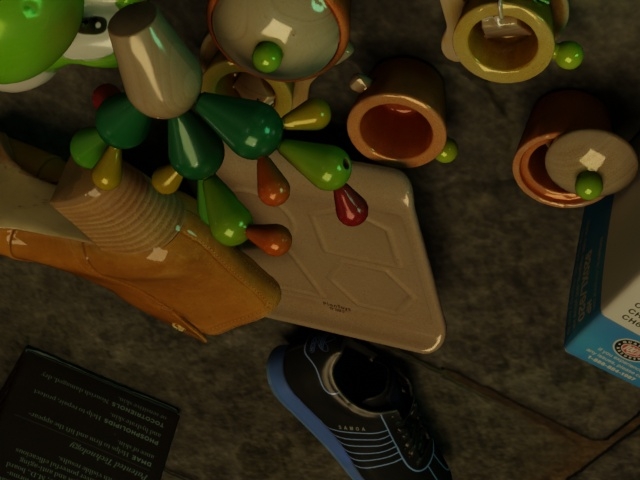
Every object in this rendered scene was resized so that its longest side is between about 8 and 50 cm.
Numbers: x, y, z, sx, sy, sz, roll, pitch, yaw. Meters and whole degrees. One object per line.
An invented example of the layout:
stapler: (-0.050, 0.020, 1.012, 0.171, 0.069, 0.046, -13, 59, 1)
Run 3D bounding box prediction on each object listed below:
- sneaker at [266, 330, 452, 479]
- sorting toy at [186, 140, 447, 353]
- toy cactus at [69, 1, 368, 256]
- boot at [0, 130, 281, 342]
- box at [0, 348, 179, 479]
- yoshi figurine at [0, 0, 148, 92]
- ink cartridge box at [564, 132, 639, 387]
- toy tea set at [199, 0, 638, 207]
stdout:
sneaker: (0.056, 0.164, 1.369, 0.090, 0.081, 0.232, -21, 127, 42)
sorting toy: (0.000, 0.000, 1.207, 0.193, 0.038, 0.208, 12, 144, 22)
toy cactus: (-0.079, -0.081, 0.986, 0.219, 0.112, 0.180, 18, 147, 35)
boot: (-0.188, 0.008, 1.224, 0.295, 0.104, 0.211, 2, 149, 43)
box: (-0.259, 0.249, 1.458, 0.167, 0.203, 0.168, 25, 138, -13)
yoshi figurine: (-0.295, -0.164, 1.028, 0.362, 0.203, 0.203, -1, 130, 12)
ink cartridge box: (0.305, -0.008, 1.039, 0.171, 0.168, 0.233, 26, 138, -9)
toy tea set: (0.060, -0.101, 1.044, 0.336, 0.124, 0.200, 12, 138, 2)
